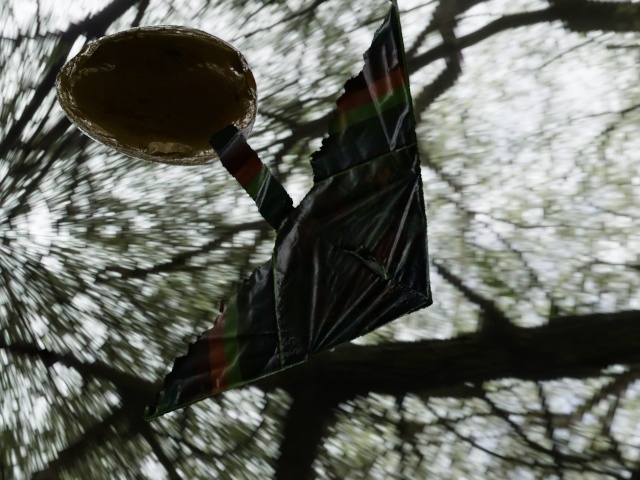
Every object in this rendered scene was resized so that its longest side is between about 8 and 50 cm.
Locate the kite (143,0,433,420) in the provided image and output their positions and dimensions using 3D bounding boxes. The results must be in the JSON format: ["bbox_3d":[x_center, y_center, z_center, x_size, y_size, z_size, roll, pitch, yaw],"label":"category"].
[{"bbox_3d":[0.000,0.000,0.470,0.090,0.004,0.122,38,-96,-39],"label":"kite"}]

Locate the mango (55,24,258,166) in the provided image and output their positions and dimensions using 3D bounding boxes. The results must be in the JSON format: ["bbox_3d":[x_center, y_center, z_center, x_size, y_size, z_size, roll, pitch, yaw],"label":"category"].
[{"bbox_3d":[-0.092,-0.081,1.059,0.114,0.060,0.080,16,-121,-5],"label":"mango"}]
